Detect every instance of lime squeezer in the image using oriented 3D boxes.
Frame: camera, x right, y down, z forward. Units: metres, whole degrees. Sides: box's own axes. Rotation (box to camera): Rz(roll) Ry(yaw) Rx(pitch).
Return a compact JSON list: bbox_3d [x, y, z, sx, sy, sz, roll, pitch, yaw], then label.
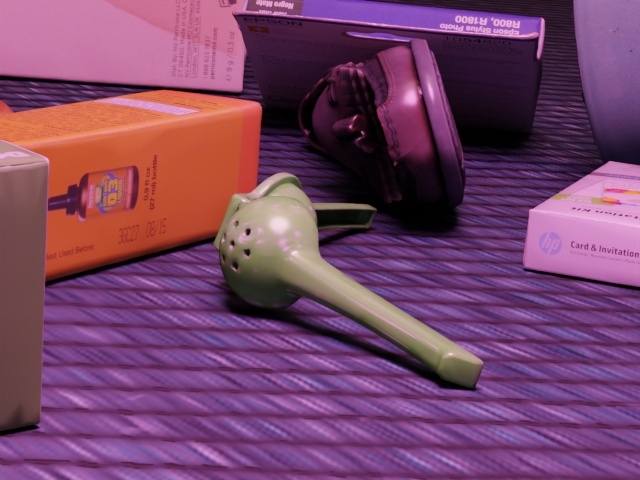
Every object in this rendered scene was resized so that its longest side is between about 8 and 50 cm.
[{"bbox_3d":[0.000,0.000,0.963,0.110,0.058,0.310,2,13,-8],"label":"lime squeezer"}]

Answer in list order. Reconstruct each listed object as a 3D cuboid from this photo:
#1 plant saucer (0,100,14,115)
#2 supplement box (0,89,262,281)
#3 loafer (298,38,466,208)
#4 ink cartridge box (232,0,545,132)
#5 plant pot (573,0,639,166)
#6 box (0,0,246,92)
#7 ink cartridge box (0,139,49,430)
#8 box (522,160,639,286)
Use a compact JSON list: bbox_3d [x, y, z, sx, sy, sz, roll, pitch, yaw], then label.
[{"bbox_3d":[-0.282,-0.073,1.217,0.200,0.037,0.200,5,13,-1],"label":"plant saucer"},{"bbox_3d":[-0.125,-0.032,1.007,0.080,0.078,0.233,12,14,28],"label":"supplement box"},{"bbox_3d":[0.034,-0.070,1.220,0.095,0.109,0.302,-14,7,1],"label":"loafer"},{"bbox_3d":[0.055,-0.143,1.413,0.223,0.045,0.224,6,-13,6],"label":"ink cartridge box"},{"bbox_3d":[0.315,-0.142,1.283,0.255,0.271,0.272,-7,9,21],"label":"plant pot"},{"bbox_3d":[-0.216,-0.205,1.611,0.311,0.121,0.148,4,14,-5],"label":"box"},{"bbox_3d":[-0.158,0.012,0.740,0.062,0.109,0.209,-7,18,-39],"label":"ink cartridge box"},{"bbox_3d":[0.214,-0.007,1.104,0.145,0.038,0.186,10,15,21],"label":"box"}]
